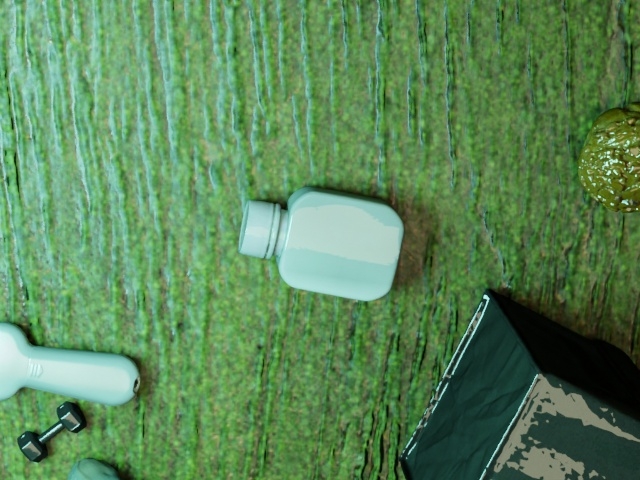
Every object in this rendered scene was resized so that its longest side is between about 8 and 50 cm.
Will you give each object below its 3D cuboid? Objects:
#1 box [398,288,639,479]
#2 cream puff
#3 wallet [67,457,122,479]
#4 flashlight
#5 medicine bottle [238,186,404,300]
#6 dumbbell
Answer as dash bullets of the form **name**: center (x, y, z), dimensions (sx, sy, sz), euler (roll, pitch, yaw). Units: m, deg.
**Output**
- **box**: center (0.246, 0.243, 1.841), dimensions (0.204, 0.345, 0.251), euler (25, 100, -9)
- **cream puff**: center (0.369, -0.094, 1.899), dimensions (0.144, 0.103, 0.126), euler (-12, 105, 3)
- **wallet**: center (-0.269, 0.463, 1.910), dimensions (0.083, 0.252, 0.360), euler (11, 106, -49)
- **flashlight**: center (-0.310, 0.151, 1.915), dimensions (0.200, 0.047, 0.093), euler (10, 96, -10)
- **medicine bottle**: center (0.000, 0.000, 1.900), dimensions (0.183, 0.069, 0.119), euler (10, 102, -9)
- **dumbbell**: center (-0.317, 0.226, 1.935), dimensions (0.083, 0.036, 0.040), euler (-37, 102, 3)
